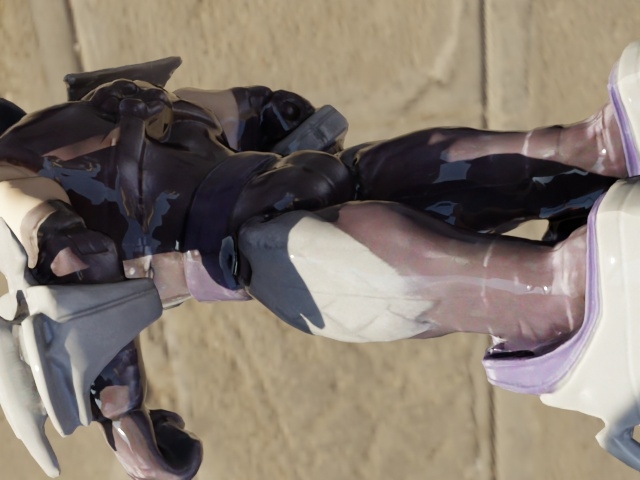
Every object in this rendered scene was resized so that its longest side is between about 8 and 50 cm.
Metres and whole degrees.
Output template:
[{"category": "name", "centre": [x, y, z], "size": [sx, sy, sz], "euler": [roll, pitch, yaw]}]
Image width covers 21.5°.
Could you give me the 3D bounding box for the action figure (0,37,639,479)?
[{"category": "action figure", "centre": [0.000, 0.000, 0.445], "size": [0.285, 0.185, 0.099], "euler": [3, 120, 24]}]
